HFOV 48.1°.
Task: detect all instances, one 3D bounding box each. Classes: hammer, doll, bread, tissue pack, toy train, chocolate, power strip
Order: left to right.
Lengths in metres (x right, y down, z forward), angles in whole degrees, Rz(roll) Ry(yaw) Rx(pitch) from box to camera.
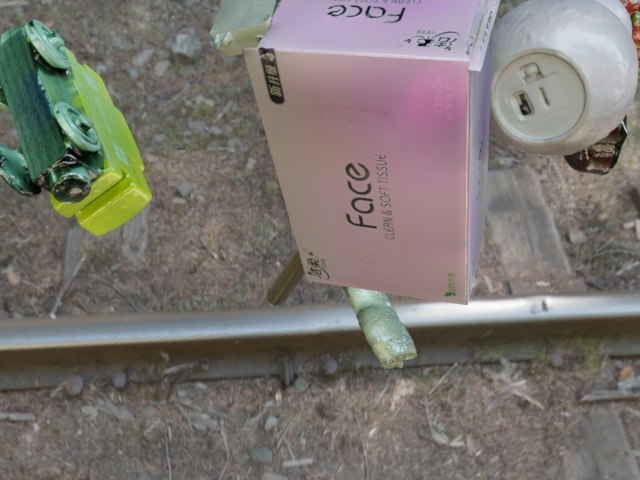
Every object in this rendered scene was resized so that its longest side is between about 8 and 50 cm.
[{"bbox_3d":[-0.464,-0.205,1.309,0.179,0.272,0.442,-35,57,8],"label":"toy train"},{"bbox_3d":[-0.066,-0.365,0.984,0.118,0.046,0.270,-1,62,36],"label":"power strip"},{"bbox_3d":[0.000,0.000,1.248,0.168,0.440,0.044,-12,65,-31],"label":"hammer"},{"bbox_3d":[0.104,0.145,1.151,0.064,0.172,0.232,-30,26,4],"label":"bread"},{"bbox_3d":[0.051,-0.065,0.537,0.149,0.246,0.092,7,51,18],"label":"tissue pack"},{"bbox_3d":[0.247,-0.185,0.713,0.151,0.151,0.287,28,37,13],"label":"doll"},{"bbox_3d":[0.511,-0.207,1.381,0.080,0.148,0.125,-6,30,-33],"label":"chocolate"}]

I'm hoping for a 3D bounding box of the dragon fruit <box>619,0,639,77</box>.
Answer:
[{"bbox_3d":[0.658,-0.432,1.498,0.167,0.172,0.160,-3,31,9],"label":"dragon fruit"}]
